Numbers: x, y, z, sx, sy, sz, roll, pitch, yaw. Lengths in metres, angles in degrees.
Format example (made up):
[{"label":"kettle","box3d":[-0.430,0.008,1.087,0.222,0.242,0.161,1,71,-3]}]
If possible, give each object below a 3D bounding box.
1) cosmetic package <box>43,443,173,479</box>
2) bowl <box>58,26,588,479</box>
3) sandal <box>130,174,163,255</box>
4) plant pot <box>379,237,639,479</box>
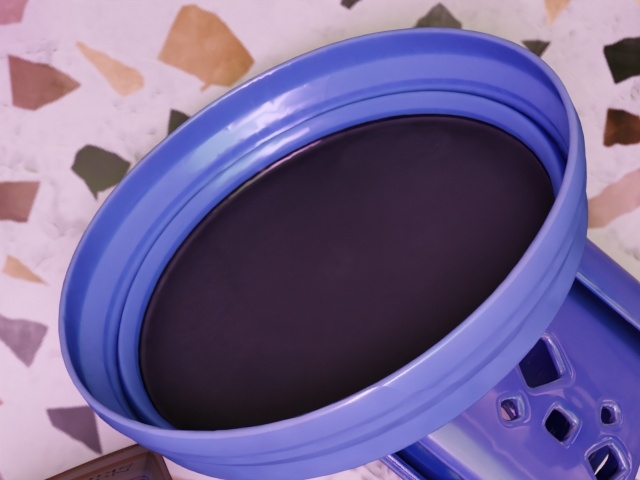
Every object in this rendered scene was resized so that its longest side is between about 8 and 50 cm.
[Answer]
[{"label":"cosmetic package","box3d":[-0.168,0.240,0.826,0.153,0.296,0.129,-20,89,-9]},{"label":"bowl","box3d":[0.000,0.000,0.818,0.391,0.391,0.077,-37,127,-9]},{"label":"sandal","box3d":[-0.159,0.019,0.969,0.049,0.072,0.180,24,78,-27]},{"label":"plant pot","box3d":[0.136,0.098,0.918,0.236,0.236,0.212,39,75,-2]}]
